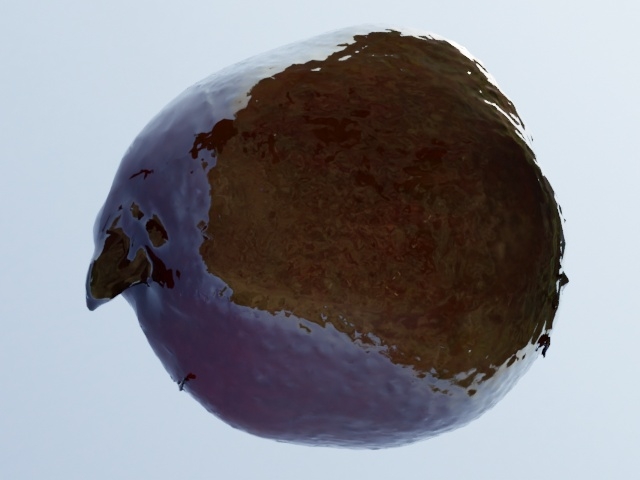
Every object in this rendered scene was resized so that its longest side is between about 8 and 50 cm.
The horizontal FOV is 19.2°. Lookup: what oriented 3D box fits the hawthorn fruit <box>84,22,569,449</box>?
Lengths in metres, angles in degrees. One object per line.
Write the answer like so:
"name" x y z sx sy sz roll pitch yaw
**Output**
"hawthorn fruit" 0.010 -0.003 1.267 0.311 0.295 0.295 13 -129 1
